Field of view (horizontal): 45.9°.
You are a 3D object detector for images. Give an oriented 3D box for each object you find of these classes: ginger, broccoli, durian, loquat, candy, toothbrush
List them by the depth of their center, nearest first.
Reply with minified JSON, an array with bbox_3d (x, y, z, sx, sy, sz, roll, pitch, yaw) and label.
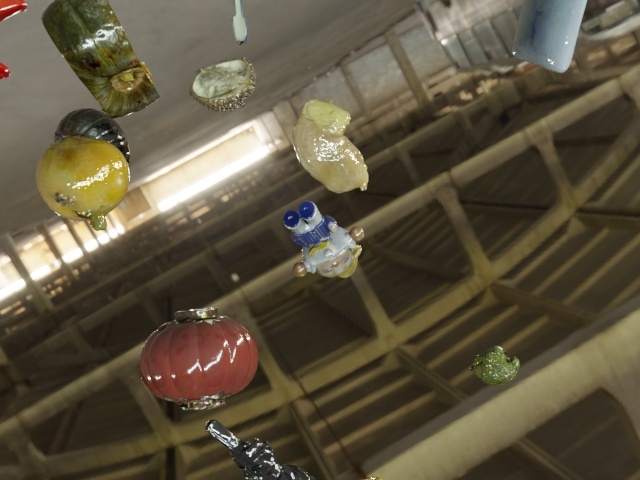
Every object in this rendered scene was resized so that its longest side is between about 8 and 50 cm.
[{"bbox_3d":[-0.143,-0.452,1.238,0.026,0.294,0.028,-2,167,-18],"label":"toothbrush"},{"bbox_3d":[0.400,-0.390,1.312,0.071,0.174,0.138,-6,-152,-27],"label":"candy"},{"bbox_3d":[-0.451,-0.113,1.445,0.172,0.204,0.149,-14,171,-22],"label":"loquat"},{"bbox_3d":[-0.220,-0.348,1.719,0.189,0.091,0.148,32,-105,31],"label":"durian"},{"bbox_3d":[0.025,-0.215,1.837,0.152,0.267,0.138,-21,-149,13],"label":"ginger"},{"bbox_3d":[0.519,0.371,2.239,0.131,0.130,0.120,104,3,-51],"label":"broccoli"}]

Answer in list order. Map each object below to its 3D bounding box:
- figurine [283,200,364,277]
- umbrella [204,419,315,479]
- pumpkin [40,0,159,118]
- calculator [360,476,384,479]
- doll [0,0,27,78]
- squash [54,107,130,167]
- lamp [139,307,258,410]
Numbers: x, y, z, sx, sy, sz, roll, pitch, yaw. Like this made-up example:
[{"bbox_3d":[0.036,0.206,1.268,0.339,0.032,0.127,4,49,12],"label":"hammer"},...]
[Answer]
[{"bbox_3d":[-0.010,0.004,1.873,0.274,0.133,0.194,22,119,-43],"label":"figurine"},{"bbox_3d":[-0.144,0.548,1.833,0.118,0.340,0.118,-48,-170,12],"label":"umbrella"},{"bbox_3d":[-0.458,-0.394,1.572,0.139,0.190,0.280,-31,164,-7],"label":"pumpkin"},{"bbox_3d":[0.088,0.627,1.817,0.146,0.032,0.235,-43,180,-30],"label":"calculator"},{"bbox_3d":[-0.582,-0.302,1.156,0.384,0.099,0.188,-70,-177,-72],"label":"doll"},{"bbox_3d":[-0.523,-0.205,1.729,0.156,0.193,0.193,-45,-165,-23],"label":"squash"},{"bbox_3d":[-0.311,0.305,1.950,0.304,0.256,0.303,-5,175,0],"label":"lamp"}]
